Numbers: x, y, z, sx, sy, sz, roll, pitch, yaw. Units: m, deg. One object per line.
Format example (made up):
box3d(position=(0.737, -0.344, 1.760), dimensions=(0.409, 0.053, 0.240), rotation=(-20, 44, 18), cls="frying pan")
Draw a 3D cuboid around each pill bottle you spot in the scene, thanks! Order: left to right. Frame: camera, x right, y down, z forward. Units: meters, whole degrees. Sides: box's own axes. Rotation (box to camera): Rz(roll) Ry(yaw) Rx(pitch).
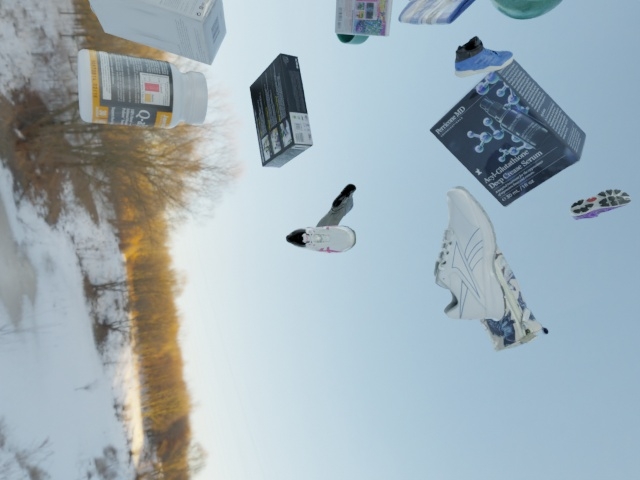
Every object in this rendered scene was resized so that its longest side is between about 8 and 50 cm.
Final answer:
box3d(position=(-0.428, -0.358, 1.040), dimensions=(0.162, 0.278, 0.162), rotation=(9, -80, 60), cls="pill bottle")

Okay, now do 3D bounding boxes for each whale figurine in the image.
box3d(position=(0.470, -0.583, 0.910), dimensions=(0.216, 0.272, 0.141), rotation=(37, -15, 20), cls="whale figurine")

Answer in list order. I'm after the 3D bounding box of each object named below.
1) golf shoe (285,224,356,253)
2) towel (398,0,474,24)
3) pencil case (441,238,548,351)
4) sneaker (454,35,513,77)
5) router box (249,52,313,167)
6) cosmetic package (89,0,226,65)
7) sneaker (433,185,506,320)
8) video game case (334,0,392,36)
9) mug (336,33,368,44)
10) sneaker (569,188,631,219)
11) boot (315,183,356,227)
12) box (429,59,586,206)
box3d(position=(0.000, 0.000, 1.033), dimensions=(0.186, 0.086, 0.067), rotation=(-1, -86, 40), cls="golf shoe")
box3d(position=(0.334, -0.651, 1.121), dimensions=(0.034, 0.209, 0.285), rotation=(41, 10, -31), cls="towel")
box3d(position=(0.520, 0.125, 1.312), dimensions=(0.183, 0.160, 0.410), rotation=(122, -53, -67), cls="pencil case")
box3d(position=(0.416, -0.477, 1.086), dimensions=(0.058, 0.152, 0.084), rotation=(-96, 171, -47), cls="sneaker")
box3d(position=(-0.081, -0.248, 0.839), dimensions=(0.133, 0.046, 0.179), rotation=(-18, -100, 53), cls="router box")
box3d(position=(-0.494, -0.705, 1.311), dimensions=(0.197, 0.365, 0.155), rotation=(116, -8, -72), cls="cosmetic package")
box3d(position=(0.295, 0.037, 0.887), dimensions=(0.111, 0.129, 0.297), rotation=(-54, 131, -79), cls="sneaker")
box3d(position=(0.102, -0.571, 1.010), dimensions=(0.143, 0.019, 0.157), rotation=(17, -59, 26), cls="video game case")
box3d(position=(0.136, -0.827, 1.621), dimensions=(0.129, 0.097, 0.157), rotation=(34, -54, 40), cls="mug")
box3d(position=(0.901, -0.112, 1.384), dimensions=(0.170, 0.071, 0.068), rotation=(-16, -126, 29), cls="sneaker")
box3d(position=(0.051, -0.112, 1.700), dimensions=(0.083, 0.246, 0.161), rotation=(34, -13, 12), cls="boot")
box3d(position=(0.638, -0.371, 1.472), dimensions=(0.395, 0.212, 0.293), rotation=(45, -42, -2), cls="box")
